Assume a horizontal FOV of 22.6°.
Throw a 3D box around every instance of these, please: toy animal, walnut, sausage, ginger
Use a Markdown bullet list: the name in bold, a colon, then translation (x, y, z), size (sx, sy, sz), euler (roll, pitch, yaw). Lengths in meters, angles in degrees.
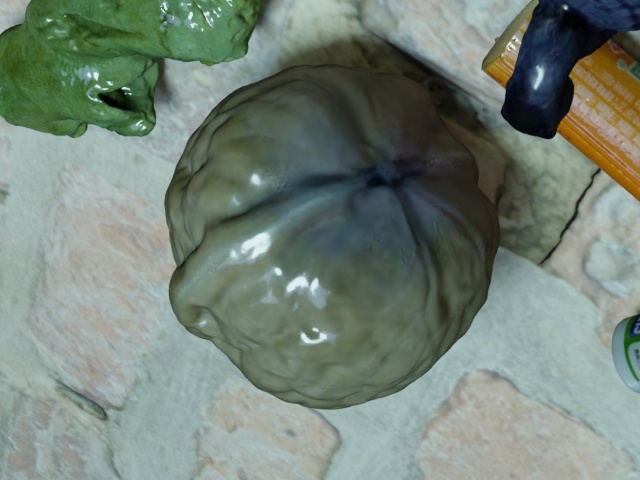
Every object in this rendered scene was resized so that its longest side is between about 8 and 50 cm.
- **toy animal**: translation (0.174, -0.196, 0.868), size (0.122, 0.185, 0.298), euler (34, 124, 9)
- **walnut**: translation (0.001, -0.001, 1.163), size (0.248, 0.248, 0.248), euler (20, 140, 18)
- **sausage**: translation (0.216, -0.068, 1.062), size (0.234, 0.071, 0.071), euler (39, 142, -6)
- **ginger**: translation (-0.158, -0.152, 1.238), size (0.290, 0.089, 0.137), euler (-32, 90, 45)

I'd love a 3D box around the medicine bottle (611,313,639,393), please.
- **medicine bottle**: translation (0.304, 0.048, 1.134), size (0.221, 0.061, 0.092), euler (-19, 99, 45)
